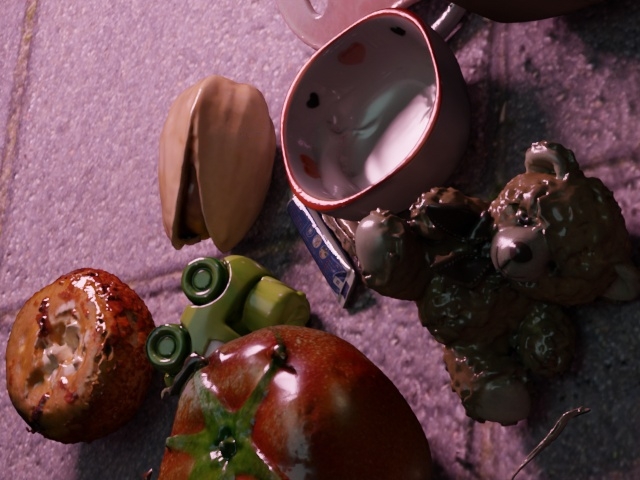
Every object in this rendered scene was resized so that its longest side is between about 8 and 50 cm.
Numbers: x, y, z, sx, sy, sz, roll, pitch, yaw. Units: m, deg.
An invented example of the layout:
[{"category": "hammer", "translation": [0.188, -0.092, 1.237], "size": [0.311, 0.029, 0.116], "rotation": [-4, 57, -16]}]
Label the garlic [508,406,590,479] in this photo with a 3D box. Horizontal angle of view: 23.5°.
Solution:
[{"category": "garlic", "translation": [0.207, 0.274, 1.455], "size": [0.207, 0.207, 0.256], "rotation": [9, 90, 48]}]

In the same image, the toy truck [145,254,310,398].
[{"category": "toy truck", "translation": [-0.087, 0.115, 1.870], "size": [0.210, 0.148, 0.187], "rotation": [6, 77, 24]}]

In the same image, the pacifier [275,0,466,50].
[{"category": "pacifier", "translation": [0.052, -0.368, 1.868], "size": [0.332, 0.273, 0.220], "rotation": [-30, 38, 34]}]

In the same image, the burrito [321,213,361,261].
[{"category": "burrito", "translation": [0.027, -0.042, 1.879], "size": [0.058, 0.045, 0.188], "rotation": [-30, 46, 1]}]

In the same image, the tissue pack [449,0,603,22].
[{"category": "tissue pack", "translation": [0.242, -0.448, 1.652], "size": [0.277, 0.267, 0.387], "rotation": [-15, 61, 46]}]

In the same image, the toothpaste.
[{"category": "toothpaste", "translation": [0.000, 0.000, 1.895], "size": [0.197, 0.035, 0.057], "rotation": [60, 143, 41]}]

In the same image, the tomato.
[{"category": "tomato", "translation": [-0.027, 0.248, 1.665], "size": [0.303, 0.239, 0.303], "rotation": [-22, 56, 37]}]

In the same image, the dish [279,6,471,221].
[{"category": "dish", "translation": [0.078, -0.133, 1.802], "size": [0.256, 0.117, 0.256], "rotation": [-22, 56, 36]}]

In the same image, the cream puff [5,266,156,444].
[{"category": "cream puff", "translation": [-0.315, 0.160, 2.065], "size": [0.240, 0.164, 0.240], "rotation": [-9, 72, 29]}]

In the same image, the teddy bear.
[{"category": "teddy bear", "translation": [0.202, 0.028, 1.586], "size": [0.256, 0.156, 0.267], "rotation": [-35, 91, 33]}]

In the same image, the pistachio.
[{"category": "pistachio", "translation": [-0.137, -0.097, 1.988], "size": [0.157, 0.157, 0.229], "rotation": [3, 82, 47]}]
